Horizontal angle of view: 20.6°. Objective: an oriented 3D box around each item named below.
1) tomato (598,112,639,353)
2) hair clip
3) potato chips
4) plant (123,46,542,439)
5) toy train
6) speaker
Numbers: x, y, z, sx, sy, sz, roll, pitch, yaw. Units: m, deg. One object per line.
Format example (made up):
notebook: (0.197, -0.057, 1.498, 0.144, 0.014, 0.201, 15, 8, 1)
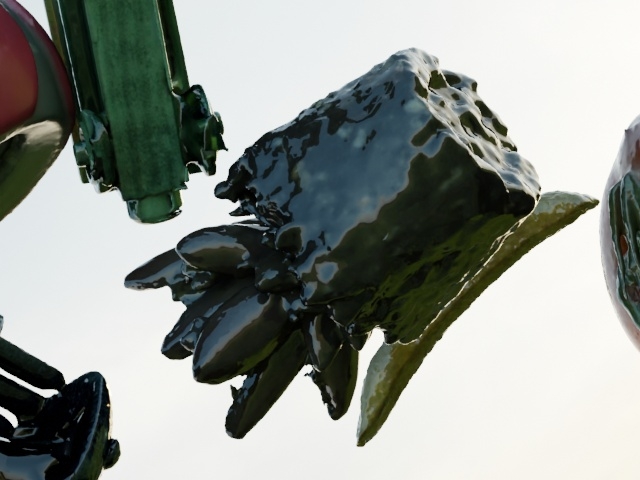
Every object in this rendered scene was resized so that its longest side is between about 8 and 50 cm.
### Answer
tomato: (0.317, -0.005, 1.257, 0.225, 0.255, 0.256, -13, -32, -18)
hair clip: (-0.286, 0.178, 1.266, 0.310, 0.194, 0.206, -24, 42, 54)
potato chips: (0.157, 0.075, 2.054, 0.407, 0.080, 0.057, -47, -12, 7)
plant: (0.000, 0.000, 1.339, 0.321, 0.194, 0.182, -40, -35, 21)
toy train: (-0.162, -0.168, 1.426, 0.120, 0.300, 0.202, -13, 15, -10)
speaker: (-0.338, -0.084, 1.402, 0.294, 0.294, 0.294, -36, -23, -18)
